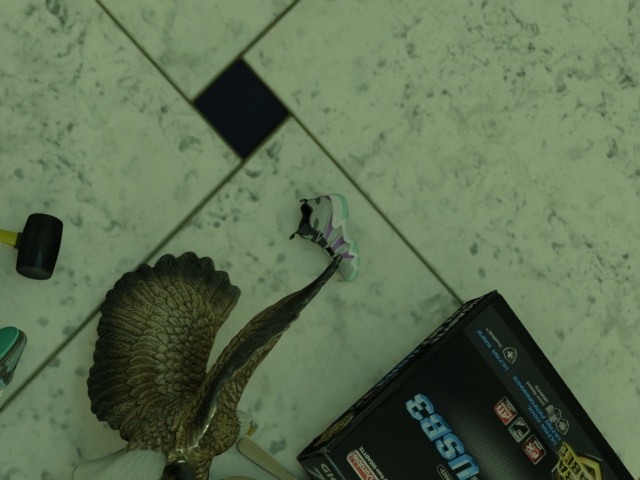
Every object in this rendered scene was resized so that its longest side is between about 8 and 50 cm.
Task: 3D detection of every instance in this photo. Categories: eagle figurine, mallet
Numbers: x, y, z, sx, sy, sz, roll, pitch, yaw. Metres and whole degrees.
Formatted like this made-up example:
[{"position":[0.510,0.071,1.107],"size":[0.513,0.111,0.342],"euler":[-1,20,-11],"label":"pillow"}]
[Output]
[{"position":[-0.111,0.145,1.740],"size":[0.226,0.225,0.298],"euler":[8,85,-6],"label":"eagle figurine"},{"position":[-0.342,-0.005,1.743],"size":[0.190,0.039,0.062],"euler":[9,70,-21],"label":"mallet"}]

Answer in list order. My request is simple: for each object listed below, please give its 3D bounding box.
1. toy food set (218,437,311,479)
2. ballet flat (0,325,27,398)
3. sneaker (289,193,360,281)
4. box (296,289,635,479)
[{"position":[-0.073,0.298,1.804],"size":[0.132,0.038,0.192],"euler":[38,63,-15],"label":"toy food set"},{"position":[-0.342,0.156,1.693],"size":[0.188,0.070,0.070],"euler":[-39,97,-28],"label":"ballet flat"},{"position":[0.000,0.000,1.920],"size":[0.069,0.038,0.098],"euler":[-6,71,-27],"label":"sneaker"},{"position":[0.165,0.254,1.921],"size":[0.293,0.073,0.295],"euler":[-39,97,-32],"label":"box"}]
